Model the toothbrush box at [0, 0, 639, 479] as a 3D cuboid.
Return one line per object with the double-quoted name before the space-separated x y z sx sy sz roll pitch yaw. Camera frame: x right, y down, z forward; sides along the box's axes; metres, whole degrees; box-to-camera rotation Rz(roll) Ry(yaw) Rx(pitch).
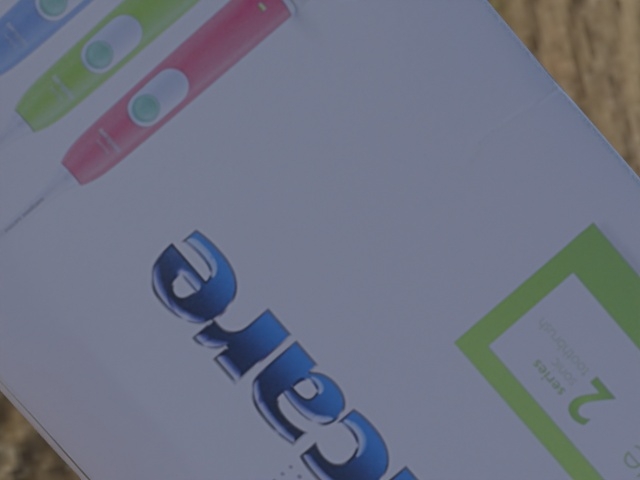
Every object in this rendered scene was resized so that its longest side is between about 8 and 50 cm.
"toothbrush box" 0.000 0.000 0.482 0.206 0.122 0.283 49 4 -4
